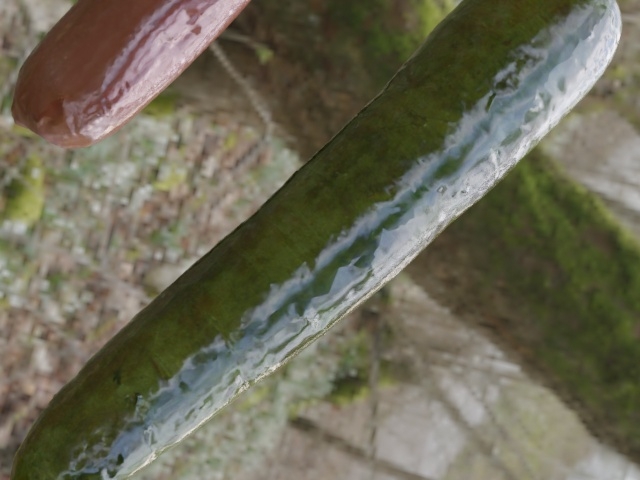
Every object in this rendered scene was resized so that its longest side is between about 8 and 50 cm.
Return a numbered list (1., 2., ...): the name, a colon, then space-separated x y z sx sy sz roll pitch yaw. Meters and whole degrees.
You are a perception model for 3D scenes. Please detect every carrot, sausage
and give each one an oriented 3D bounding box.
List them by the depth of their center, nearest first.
1. carrot: 0.000 0.000 0.729 0.358 0.074 0.074 -43 149 -14
2. sausage: -0.101 -0.130 0.955 0.194 0.077 0.077 -48 153 -10
